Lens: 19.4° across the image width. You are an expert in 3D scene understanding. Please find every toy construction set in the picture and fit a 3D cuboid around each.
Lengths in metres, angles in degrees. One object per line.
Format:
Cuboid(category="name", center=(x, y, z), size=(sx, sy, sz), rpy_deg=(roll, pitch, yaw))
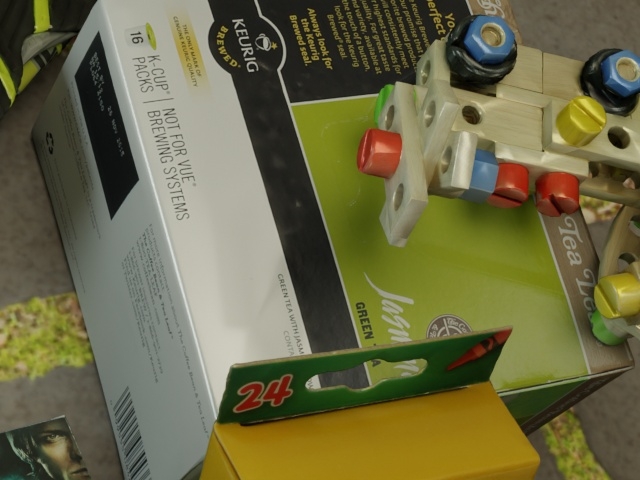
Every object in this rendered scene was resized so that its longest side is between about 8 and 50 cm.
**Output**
Cuboid(category="toy construction set", center=(0.153, -0.034, 1.230), size=(0.327, 0.151, 0.215), rpy_deg=(19, 60, -29))

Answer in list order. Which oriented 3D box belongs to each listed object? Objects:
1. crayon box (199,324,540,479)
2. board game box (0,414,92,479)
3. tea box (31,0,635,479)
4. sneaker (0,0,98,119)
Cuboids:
Cuboid(category="crayon box", center=(0.013, 0.203, 1.207), size=(0.202, 0.319, 0.081), rpy_deg=(-7, 44, -25))
Cuboid(category="board game box", center=(-0.239, 0.198, 1.266), size=(0.186, 0.026, 0.126), rpy_deg=(-13, 63, -27))
Cuboid(category="tea box", center=(0.000, 0.000, 1.355), size=(0.323, 0.220, 0.329), rpy_deg=(-8, 70, -24))
Cuboid(category="sneaker", center=(-0.265, -0.159, 1.367), size=(0.145, 0.147, 0.385), rpy_deg=(50, 37, -12))
